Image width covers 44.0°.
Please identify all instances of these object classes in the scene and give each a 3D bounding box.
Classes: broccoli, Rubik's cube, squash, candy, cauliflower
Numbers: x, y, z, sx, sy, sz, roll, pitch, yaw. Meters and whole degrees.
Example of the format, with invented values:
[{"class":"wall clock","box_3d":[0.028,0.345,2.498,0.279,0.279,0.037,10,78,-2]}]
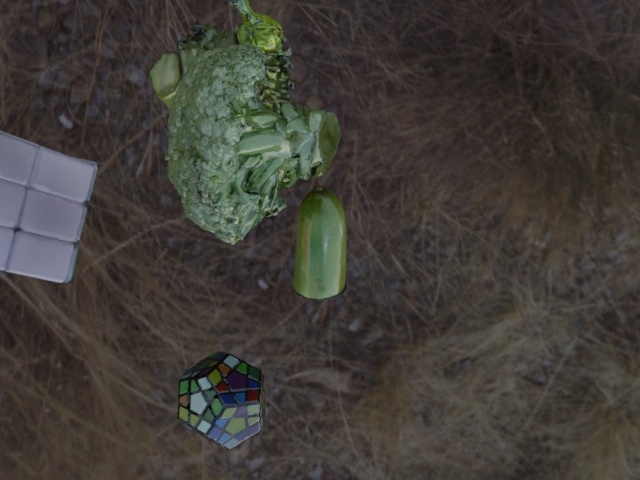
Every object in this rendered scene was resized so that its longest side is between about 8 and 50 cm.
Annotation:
[{"class":"broccoli","box_3d":[-0.202,-0.283,1.598,0.334,0.272,0.324,-9,108,34]},{"class":"Rubik's cube","box_3d":[-0.564,-0.059,1.378,0.221,0.231,0.224,19,80,-54]},{"class":"Rubik's cube","box_3d":[-0.132,0.215,1.071,0.133,0.133,0.112,42,65,-32]},{"class":"squash","box_3d":[0.000,0.000,1.320,0.095,0.095,0.188,-7,121,-13]},{"class":"candy","box_3d":[-0.144,-0.428,1.390,0.077,0.073,0.262,-45,139,-11]},{"class":"cauliflower","box_3d":[-0.094,-0.132,1.146,0.250,0.275,0.272,-2,89,0]}]
